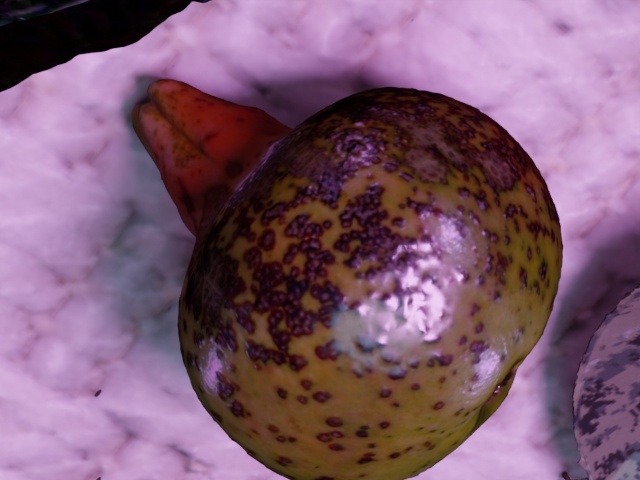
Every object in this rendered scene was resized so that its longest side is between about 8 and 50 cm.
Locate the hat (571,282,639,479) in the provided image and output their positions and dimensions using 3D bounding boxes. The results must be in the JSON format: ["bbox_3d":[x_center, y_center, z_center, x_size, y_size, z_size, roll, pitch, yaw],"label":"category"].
[{"bbox_3d":[0.285,0.089,0.911,0.266,0.128,0.265,16,124,25],"label":"hat"}]

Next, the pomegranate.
[{"bbox_3d":[0.000,0.000,0.808,0.248,0.214,0.214,43,109,12],"label":"pomegranate"}]

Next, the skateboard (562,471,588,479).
[{"bbox_3d":[0.191,0.128,0.990,0.083,0.032,0.063,-19,111,-1],"label":"skateboard"}]

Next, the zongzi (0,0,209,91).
[{"bbox_3d":[-0.067,-0.218,0.640,0.362,0.319,0.383,-18,138,-2],"label":"zongzi"}]
